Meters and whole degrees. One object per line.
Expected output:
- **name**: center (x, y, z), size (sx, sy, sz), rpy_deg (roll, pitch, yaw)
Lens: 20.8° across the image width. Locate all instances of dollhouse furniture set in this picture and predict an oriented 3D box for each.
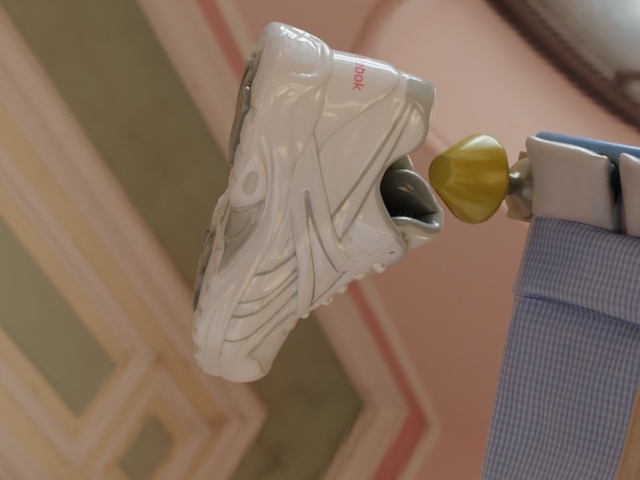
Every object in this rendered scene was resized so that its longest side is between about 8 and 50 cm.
- **dollhouse furniture set**: center (0.111, 0.100, 0.733), size (0.198, 0.303, 0.286), rpy_deg (9, -84, -39)

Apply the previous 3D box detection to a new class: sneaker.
- **sneaker**: center (0.000, 0.000, 0.884), size (0.232, 0.115, 0.090), rpy_deg (108, 172, -48)
